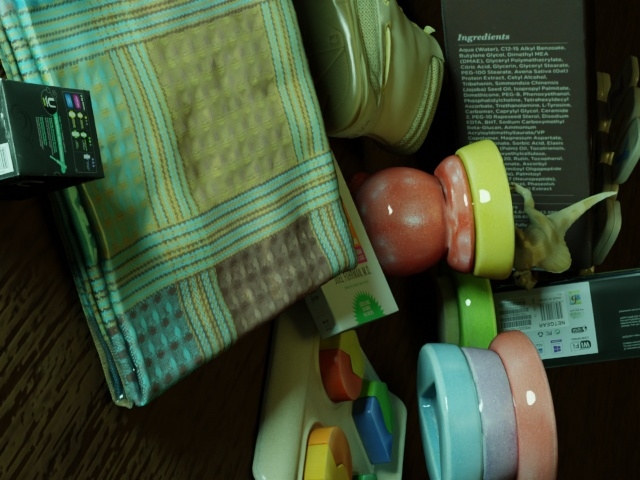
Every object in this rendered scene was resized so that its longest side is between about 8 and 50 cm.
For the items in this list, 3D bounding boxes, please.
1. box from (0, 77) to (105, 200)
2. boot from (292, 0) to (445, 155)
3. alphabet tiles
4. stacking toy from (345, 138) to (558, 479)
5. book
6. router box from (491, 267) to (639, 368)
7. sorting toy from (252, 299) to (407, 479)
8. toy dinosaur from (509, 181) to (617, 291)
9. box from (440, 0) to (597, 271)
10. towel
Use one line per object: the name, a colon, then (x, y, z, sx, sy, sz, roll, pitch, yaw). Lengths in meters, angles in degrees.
box: (-0.163, -0.051, 0.784, 0.083, 0.062, 0.052, -4, 83, -67)
boot: (0.033, -0.207, 1.264, 0.203, 0.095, 0.262, 9, 74, -65)
alphabet tiles: (0.300, -0.062, 1.702, 0.284, 0.021, 0.278, -83, -169, -47)
stacking toy: (0.100, 0.098, 1.300, 0.279, 0.130, 0.309, 95, -13, -65)
book: (0.000, 0.000, 1.138, 0.096, 0.035, 0.144, -14, 78, -62)
router box: (0.321, 0.067, 1.473, 0.243, 0.308, 0.081, 3, 80, -82)
sorting toy: (0.019, 0.151, 1.148, 0.208, 0.038, 0.193, 54, 34, -44)
toy dinosaur: (0.203, -0.008, 1.413, 0.092, 0.053, 0.183, 38, 46, 10)
box: (0.204, -0.168, 1.476, 0.191, 0.143, 0.381, -77, 161, -44)
towel: (-0.091, -0.115, 0.939, 0.271, 0.040, 0.370, -32, 110, -50)
